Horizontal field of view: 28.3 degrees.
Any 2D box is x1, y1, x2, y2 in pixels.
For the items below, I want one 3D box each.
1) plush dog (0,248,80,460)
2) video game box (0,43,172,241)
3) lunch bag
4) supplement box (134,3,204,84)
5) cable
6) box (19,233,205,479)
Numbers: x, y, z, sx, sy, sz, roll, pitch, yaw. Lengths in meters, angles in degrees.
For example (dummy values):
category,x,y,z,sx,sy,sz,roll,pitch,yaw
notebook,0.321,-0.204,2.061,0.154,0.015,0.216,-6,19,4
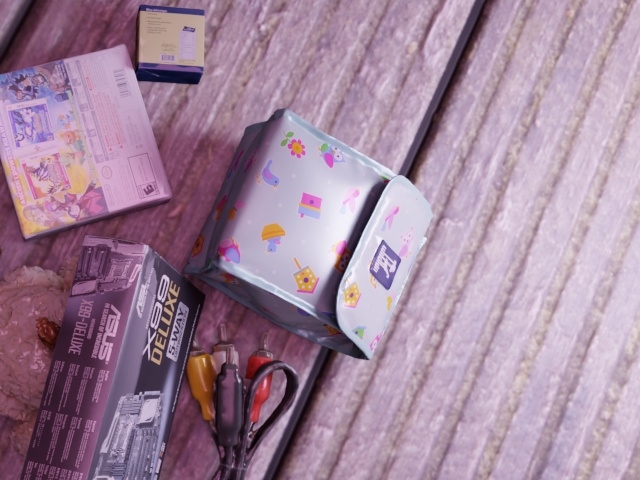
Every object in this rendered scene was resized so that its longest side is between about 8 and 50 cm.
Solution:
category,x,y,z,sx,sy,sz,roll,pitch,yaw
plush dog,-0.365,0.112,1.442,0.225,0.210,0.262,9,78,12
video game box,-0.300,-0.120,1.555,0.187,0.048,0.205,-16,84,-17
lunch bag,0.000,0.000,1.551,0.262,0.160,0.223,29,72,-18
supplement box,-0.190,-0.246,1.597,0.083,0.056,0.083,3,80,-13
cable,-0.103,0.247,1.543,0.139,0.072,0.287,4,90,-12
box,-0.226,0.171,1.399,0.076,0.242,0.307,10,76,12
